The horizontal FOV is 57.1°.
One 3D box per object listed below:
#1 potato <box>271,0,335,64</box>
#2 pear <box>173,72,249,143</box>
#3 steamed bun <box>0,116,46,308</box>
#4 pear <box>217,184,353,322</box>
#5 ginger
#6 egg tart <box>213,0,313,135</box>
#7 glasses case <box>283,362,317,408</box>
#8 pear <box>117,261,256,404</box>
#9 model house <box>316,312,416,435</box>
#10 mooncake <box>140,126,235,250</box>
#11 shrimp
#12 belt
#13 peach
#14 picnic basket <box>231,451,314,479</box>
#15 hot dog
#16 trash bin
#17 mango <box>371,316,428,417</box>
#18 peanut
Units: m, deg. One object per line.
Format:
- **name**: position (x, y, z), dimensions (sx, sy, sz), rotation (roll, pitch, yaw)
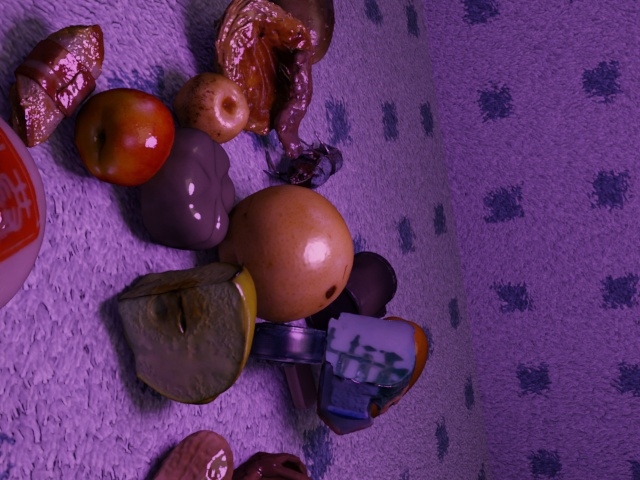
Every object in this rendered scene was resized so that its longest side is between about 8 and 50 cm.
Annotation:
- **potato**: position (-0.052, -0.692, 1.803), dimensions (0.210, 0.173, 0.308), rotation (2, 84, -62)
- **pear**: position (-0.258, -0.305, 1.374), dimensions (0.178, 0.178, 0.178), rotation (18, 69, -58)
- **steamed bun**: position (-0.531, -0.044, 0.769), dimensions (0.374, 0.241, 0.375), rotation (12, 75, -56)
- **pear**: position (-0.083, 0.028, 1.435), dimensions (0.348, 0.348, 0.349), rotation (18, 69, -58)
- **ginger**: position (-0.070, -0.360, 1.572), dimensions (0.122, 0.084, 0.290), rotation (-66, 169, -64)
- **egg tart**: position (-0.167, -0.449, 1.545), dimensions (0.351, 0.153, 0.340), rotation (-5, 115, -52)
- **glasses case**: position (-0.060, 0.390, 1.697), dimensions (0.083, 0.050, 0.196), rotation (-35, 115, -60)
- **pear**: position (-0.246, 0.195, 1.212), dimensions (0.176, 0.286, 0.282), rotation (-56, 134, -75)
- **model house**: position (0.103, 0.413, 1.640), dimensions (0.295, 0.251, 0.329), rotation (-81, -174, -60)
- **mooncake**: position (-0.279, -0.109, 1.281), dimensions (0.275, 0.135, 0.275), rotation (0, 90, -75)
- **shrimp**: position (-0.030, -0.225, 1.775), dimensions (0.410, 0.166, 0.222), rotation (-25, 133, -54)
- **belt**: position (-0.089, 0.267, 1.513), dimensions (0.267, 0.206, 0.116), rotation (29, 66, -67)
- **peach**: position (-0.370, -0.199, 1.138), dimensions (0.192, 0.190, 0.190), rotation (-25, 106, -63)
- **picnic basket**: position (-0.084, 0.644, 1.339), dimensions (0.337, 0.337, 0.293), rotation (-16, 99, -60)
- **hot dog**: position (-0.480, -0.286, 1.053), dimensions (0.262, 0.093, 0.123), rotation (-60, 145, -25)
- **trash bin**: position (0.098, 0.172, 1.863), dimensions (0.301, 0.202, 0.252), rotation (-28, 103, -58)
- **mango**: position (0.200, 0.421, 1.921), dimensions (0.378, 0.221, 0.264), rotation (-58, 180, 4)
- **peanut**: position (-0.285, 0.525, 1.185), dimensions (0.291, 0.143, 0.159), rotation (-46, 133, -47)
